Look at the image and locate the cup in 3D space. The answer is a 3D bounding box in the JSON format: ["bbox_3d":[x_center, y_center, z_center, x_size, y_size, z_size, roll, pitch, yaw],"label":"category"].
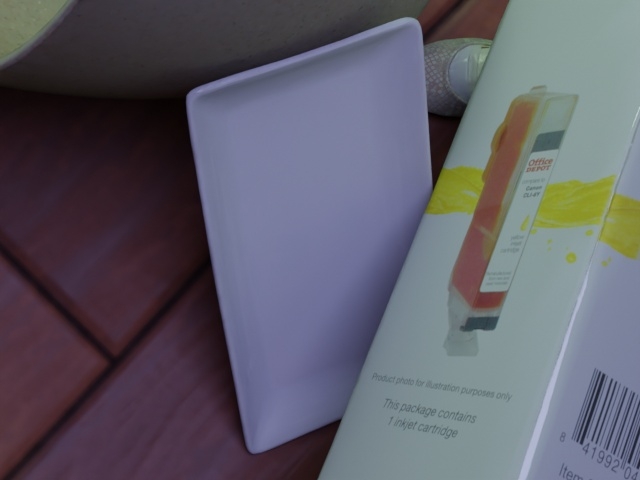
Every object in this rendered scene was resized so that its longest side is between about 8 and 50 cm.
[{"bbox_3d":[-0.055,-0.216,0.872,0.237,0.331,0.331,18,75,-35],"label":"cup"}]

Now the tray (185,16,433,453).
[{"bbox_3d":[0.000,0.000,0.897,0.145,0.030,0.270,-20,129,-17],"label":"tray"}]

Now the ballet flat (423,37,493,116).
[{"bbox_3d":[0.135,-0.112,1.015,0.168,0.052,0.057,2,80,-14],"label":"ballet flat"}]

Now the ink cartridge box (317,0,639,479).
[{"bbox_3d":[0.193,0.062,0.898,0.279,0.160,0.385,33,72,-33],"label":"ink cartridge box"}]
